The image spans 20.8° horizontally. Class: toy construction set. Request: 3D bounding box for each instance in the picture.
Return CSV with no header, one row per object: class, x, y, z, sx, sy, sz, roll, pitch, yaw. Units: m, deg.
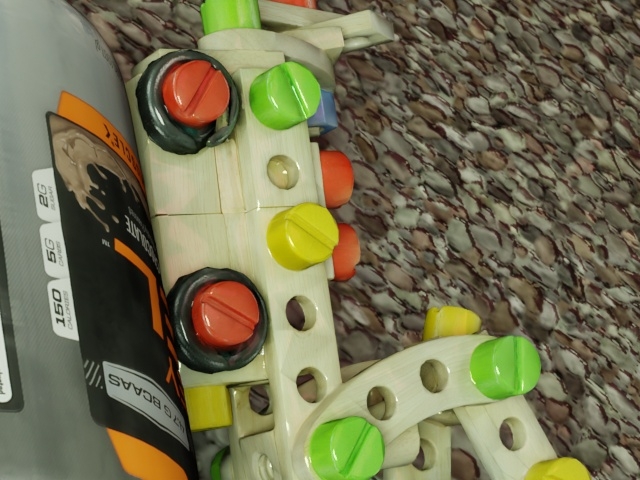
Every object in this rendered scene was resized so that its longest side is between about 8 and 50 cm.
toy construction set,0.000,0.000,0.861,0.215,0.151,0.328,-2,65,-31

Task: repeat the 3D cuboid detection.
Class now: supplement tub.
supplement tub,-0.156,0.067,0.674,0.207,0.207,0.338,10,48,-30
